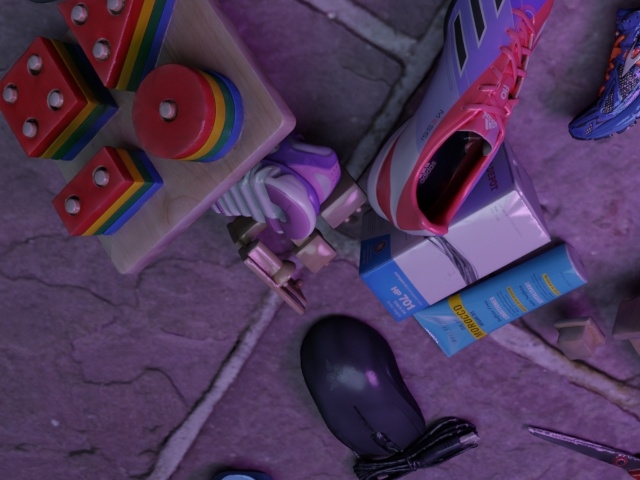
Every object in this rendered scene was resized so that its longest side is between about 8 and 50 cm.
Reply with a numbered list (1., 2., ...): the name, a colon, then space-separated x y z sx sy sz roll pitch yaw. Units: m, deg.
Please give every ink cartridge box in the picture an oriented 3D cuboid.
1. ink cartridge box: 0.141 -0.015 0.967 0.191 0.139 0.082 -29 114 20

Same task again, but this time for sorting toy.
1. sorting toy: -0.197 -0.139 0.887 0.255 0.089 0.257 -40 72 23

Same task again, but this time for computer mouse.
1. computer mouse: 0.071 0.219 1.144 0.189 0.072 0.272 -26 113 19

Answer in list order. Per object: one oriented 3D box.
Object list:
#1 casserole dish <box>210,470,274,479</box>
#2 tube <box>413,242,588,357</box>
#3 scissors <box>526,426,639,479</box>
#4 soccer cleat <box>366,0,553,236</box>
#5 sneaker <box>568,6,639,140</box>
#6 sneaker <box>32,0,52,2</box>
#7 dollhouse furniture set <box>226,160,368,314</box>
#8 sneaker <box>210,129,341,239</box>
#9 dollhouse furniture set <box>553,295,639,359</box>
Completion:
1. casserole dish: -0.108 0.400 1.283 0.114 0.037 0.188 -1 118 6
2. tube: 0.218 0.071 1.066 0.207 0.052 0.080 -31 105 26
3. scissors: 0.423 0.292 1.181 0.297 0.021 0.109 33 119 -11
4. soccer cleat: 0.157 -0.148 0.865 0.109 0.116 0.318 25 98 -25
5. sneaker: 0.325 -0.195 0.896 0.087 0.083 0.221 37 111 1
6. sneaker: -0.246 -0.293 0.889 0.167 0.076 0.065 -31 111 20
7. dollhouse furniture set: 0.000 0.000 1.005 0.151 0.144 0.123 -42 118 5
8. sneaker: -0.069 -0.082 0.954 0.236 0.104 0.095 22 148 38
9. dollhouse furniture set: 0.516 0.131 1.044 0.356 0.173 0.303 -11 129 41
